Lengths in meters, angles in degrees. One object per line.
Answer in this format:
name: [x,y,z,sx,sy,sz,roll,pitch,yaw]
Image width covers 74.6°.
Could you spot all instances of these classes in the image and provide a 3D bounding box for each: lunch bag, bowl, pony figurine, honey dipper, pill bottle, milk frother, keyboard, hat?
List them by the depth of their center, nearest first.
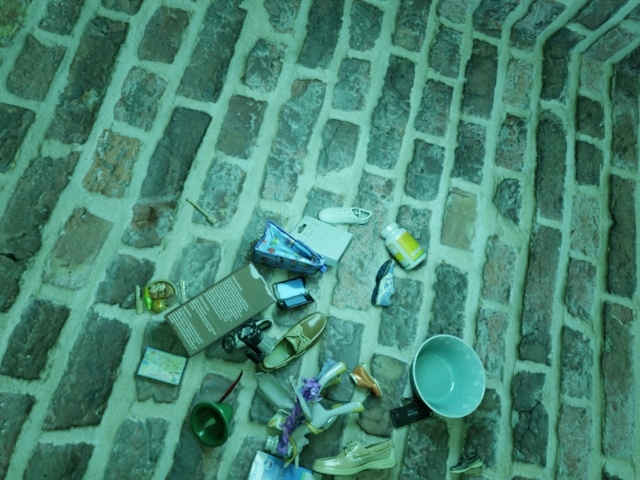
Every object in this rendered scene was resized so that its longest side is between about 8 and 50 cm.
pony figurine: [-0.046,0.604,1.558,0.364,0.303,0.350,-27,98,-33]
milk frother: [-0.273,0.386,1.576,0.143,0.134,0.129,0,51,31]
pill bottle: [-0.148,0.776,1.585,0.120,0.067,0.066,18,73,-7]
hat: [-0.361,0.649,1.599,0.208,0.184,0.173,-45,78,23]
lunch bag: [-0.112,0.066,1.695,0.294,0.221,0.138,25,72,-4]
bowl: [0.488,0.552,1.709,0.312,0.163,0.311,5,68,-12]
keyboard: [0.373,0.696,1.735,0.180,0.023,0.108,-12,85,-15]
honey dipper: [-0.502,-0.126,1.769,0.161,0.030,0.030,39,72,3]
pill bottle: [0.359,0.020,1.857,0.118,0.117,0.208,-39,86,-18]

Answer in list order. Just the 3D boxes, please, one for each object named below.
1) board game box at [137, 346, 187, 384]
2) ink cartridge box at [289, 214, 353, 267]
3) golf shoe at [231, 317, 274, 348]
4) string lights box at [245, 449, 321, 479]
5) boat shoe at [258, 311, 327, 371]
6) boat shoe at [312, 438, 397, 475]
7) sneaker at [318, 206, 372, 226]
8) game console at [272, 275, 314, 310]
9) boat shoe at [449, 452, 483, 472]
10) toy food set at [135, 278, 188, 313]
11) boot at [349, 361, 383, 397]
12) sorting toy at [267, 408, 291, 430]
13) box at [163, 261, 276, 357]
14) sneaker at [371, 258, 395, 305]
board game box: [-0.598,0.475,1.594,0.154,0.026,0.103,18,73,-6]
ink cartridge box: [0.000,0.000,1.794,0.233,0.066,0.189,20,43,15]
golf shoe: [-0.271,0.361,1.659,0.186,0.086,0.067,-32,84,-16]
string lights box: [-0.138,0.884,1.526,0.260,0.076,0.133,24,41,-4]
boat shoe: [-0.101,0.407,1.662,0.324,0.120,0.122,-39,86,-17]
boat shoe: [0.128,0.823,1.609,0.342,0.122,0.110,4,70,-21]
sneaker: [0.110,-0.116,1.855,0.235,0.095,0.089,0,77,-10]
game console: [-0.113,0.217,1.731,0.144,0.124,0.085,-14,105,-14]
boat shoe: [0.587,0.906,1.709,0.153,0.056,0.049,-5,72,-22]
toy food set: [-0.627,0.216,1.649,0.192,0.038,0.132,-9,78,-13]
boot: [0.188,0.585,1.711,0.085,0.059,0.157,-34,76,-14]
sorting toy: [-0.149,0.696,1.625,0.083,0.044,0.075,27,53,-4]
box: [-0.384,0.265,1.633,0.382,0.143,0.191,-32,86,-16]
sneaker: [0.286,0.185,1.827,0.081,0.080,0.211,20,82,-12]
